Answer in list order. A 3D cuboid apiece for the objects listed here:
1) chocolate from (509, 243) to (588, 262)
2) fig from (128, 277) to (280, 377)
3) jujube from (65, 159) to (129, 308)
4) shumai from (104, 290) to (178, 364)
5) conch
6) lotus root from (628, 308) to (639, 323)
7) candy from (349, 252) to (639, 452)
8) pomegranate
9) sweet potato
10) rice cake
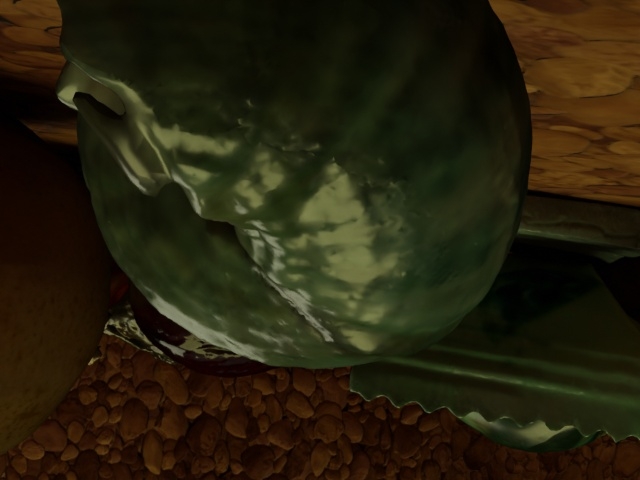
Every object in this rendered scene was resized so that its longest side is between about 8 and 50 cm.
[{"bbox_3d":[0.167,-0.006,1.429,0.182,0.028,0.086,13,178,-31],"label":"chocolate"},{"bbox_3d":[-0.017,0.002,1.097,0.290,0.190,0.191,-9,166,34],"label":"fig"},{"bbox_3d":[-0.273,0.005,1.376,0.250,0.174,0.174,1,172,41],"label":"jujube"},{"bbox_3d":[-0.157,0.039,1.830,0.218,0.184,0.185,22,134,-22],"label":"shumai"},{"bbox_3d":[-0.020,-0.050,0.583,0.220,0.195,0.277,44,-162,-3],"label":"conch"},{"bbox_3d":[0.336,0.120,1.694,0.398,0.179,0.196,5,176,26],"label":"lotus root"},{"bbox_3d":[0.219,0.106,1.400,0.263,0.172,0.398,12,178,24],"label":"candy"},{"bbox_3d":[-0.293,0.031,1.105,0.319,0.319,0.319,7,174,1],"label":"pomegranate"},{"bbox_3d":[0.236,0.042,1.585,0.075,0.075,0.273,12,173,-40],"label":"sweet potato"},{"bbox_3d":[0.170,-0.015,1.269,0.211,0.038,0.124,8,174,-16],"label":"rice cake"}]
